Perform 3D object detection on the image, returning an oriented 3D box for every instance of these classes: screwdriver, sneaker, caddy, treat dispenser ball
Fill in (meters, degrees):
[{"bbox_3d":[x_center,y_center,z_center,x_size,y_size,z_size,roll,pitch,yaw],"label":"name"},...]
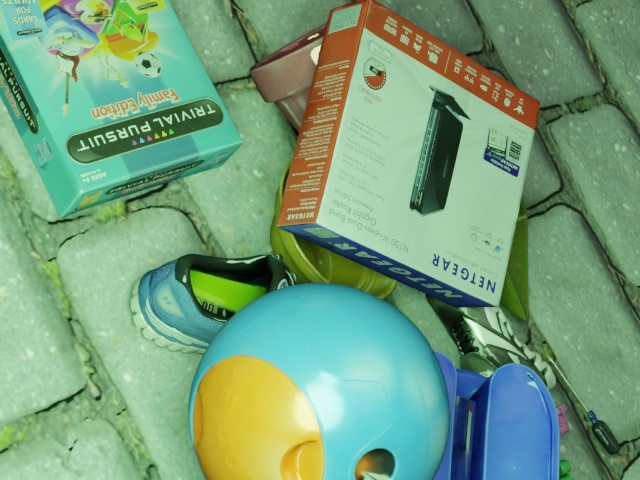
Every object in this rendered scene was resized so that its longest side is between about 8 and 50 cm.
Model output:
[{"bbox_3d":[0.383,0.237,1.900,0.024,0.025,0.170,-27,84,-39],"label":"screwdriver"},{"bbox_3d":[0.225,0.153,1.807,0.234,0.078,0.106,46,48,-7],"label":"sneaker"},{"bbox_3d":[0.170,0.303,1.636,0.241,0.179,0.341,10,60,-3],"label":"caddy"},{"bbox_3d":[-0.060,0.100,1.607,0.330,0.147,0.129,18,58,-25],"label":"sneaker"},{"bbox_3d":[-0.001,0.190,1.441,0.288,0.288,0.288,15,60,-26],"label":"treat dispenser ball"}]

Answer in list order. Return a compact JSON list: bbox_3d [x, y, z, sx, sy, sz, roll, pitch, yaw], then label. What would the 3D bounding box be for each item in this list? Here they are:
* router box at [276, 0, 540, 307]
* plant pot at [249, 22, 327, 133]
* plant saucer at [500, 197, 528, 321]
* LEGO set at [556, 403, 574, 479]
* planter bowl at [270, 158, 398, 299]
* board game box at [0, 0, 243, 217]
[{"bbox_3d":[0.125,-0.103,1.695,0.335,0.082,0.301,24,73,-37],"label":"router box"},{"bbox_3d":[0.028,-0.203,1.801,0.201,0.201,0.180,-38,106,-39],"label":"plant pot"},{"bbox_3d":[0.261,-0.004,1.881,0.188,0.045,0.188,58,32,-55],"label":"plant saucer"},{"bbox_3d":[0.336,0.329,1.778,0.087,0.093,0.227,-19,78,-38],"label":"LEGO set"},{"bbox_3d":[0.000,0.000,1.719,0.217,0.090,0.217,28,45,-33],"label":"planter bowl"},{"bbox_3d":[-0.285,-0.223,1.670,0.254,0.079,0.336,-22,79,-38],"label":"board game box"}]
